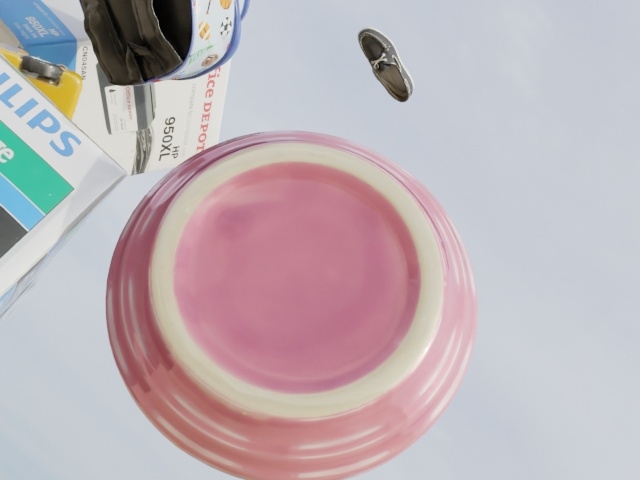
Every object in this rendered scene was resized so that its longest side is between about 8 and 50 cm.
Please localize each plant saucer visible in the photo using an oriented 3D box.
[{"bbox_3d":[-0.021,0.042,0.890,0.332,0.332,0.084,37,-20,10],"label":"plant saucer"}]

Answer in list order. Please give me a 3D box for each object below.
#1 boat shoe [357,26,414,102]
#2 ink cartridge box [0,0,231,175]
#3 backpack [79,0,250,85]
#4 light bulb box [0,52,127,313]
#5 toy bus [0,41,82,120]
[{"bbox_3d":[0.095,-0.258,1.506,0.046,0.038,0.125,-22,-61,26],"label":"boat shoe"},{"bbox_3d":[-0.363,-0.262,1.751,0.166,0.395,0.285,44,-46,36],"label":"ink cartridge box"},{"bbox_3d":[-0.227,-0.353,1.440,0.277,0.213,0.263,-5,-87,43],"label":"backpack"},{"bbox_3d":[-0.425,0.036,0.969,0.225,0.361,0.358,44,-36,-8],"label":"light bulb box"},{"bbox_3d":[-0.466,-0.209,1.239,0.333,0.108,0.130,17,9,-20],"label":"toy bus"}]
